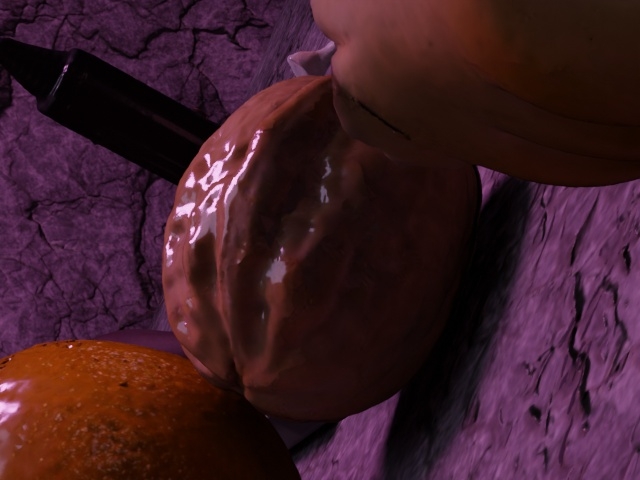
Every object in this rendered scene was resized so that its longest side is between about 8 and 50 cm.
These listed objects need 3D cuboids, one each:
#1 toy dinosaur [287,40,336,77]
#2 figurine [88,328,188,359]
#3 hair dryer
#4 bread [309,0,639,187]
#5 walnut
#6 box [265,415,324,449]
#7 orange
[{"bbox_3d":[0.061,-0.170,1.518,0.205,0.092,0.393,-37,3,-4],"label":"toy dinosaur"},{"bbox_3d":[-0.134,0.233,1.528,0.218,0.206,0.365,86,173,-51],"label":"figurine"},{"bbox_3d":[-0.073,-0.074,1.267,0.107,0.352,0.189,-13,50,65],"label":"hair dryer"},{"bbox_3d":[0.150,-0.172,0.710,0.270,0.211,0.316,-22,51,67],"label":"bread"},{"bbox_3d":[0.000,0.000,1.139,0.245,0.198,0.198,-64,7,-23],"label":"walnut"},{"bbox_3d":[0.012,0.041,1.460,0.270,0.045,0.211,-68,9,-24],"label":"box"},{"bbox_3d":[-0.141,0.195,1.184,0.274,0.274,0.274,-63,9,17],"label":"orange"}]
